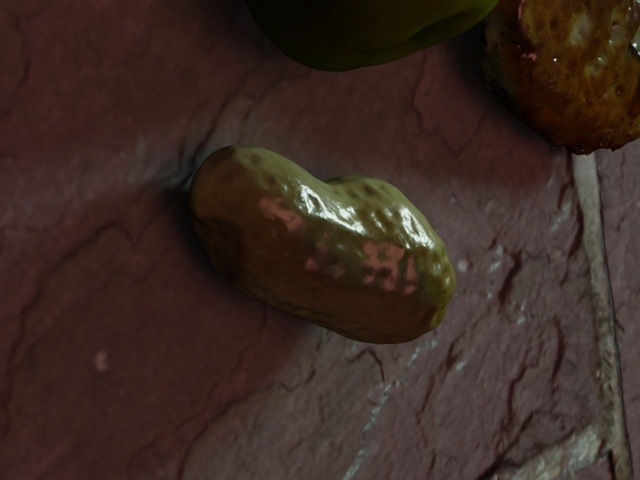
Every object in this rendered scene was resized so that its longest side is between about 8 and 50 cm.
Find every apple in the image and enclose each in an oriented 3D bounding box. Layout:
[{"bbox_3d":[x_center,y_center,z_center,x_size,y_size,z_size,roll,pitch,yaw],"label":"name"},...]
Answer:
[{"bbox_3d":[0.037,-0.206,1.093,0.196,0.196,0.157,-24,82,-36],"label":"apple"}]

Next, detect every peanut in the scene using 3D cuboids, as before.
[{"bbox_3d":[0.000,0.000,1.146,0.236,0.110,0.120,28,100,-33],"label":"peanut"}]

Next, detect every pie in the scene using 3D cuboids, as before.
[{"bbox_3d":[0.236,-0.216,1.326,0.308,0.085,0.308,-12,106,-44],"label":"pie"}]
